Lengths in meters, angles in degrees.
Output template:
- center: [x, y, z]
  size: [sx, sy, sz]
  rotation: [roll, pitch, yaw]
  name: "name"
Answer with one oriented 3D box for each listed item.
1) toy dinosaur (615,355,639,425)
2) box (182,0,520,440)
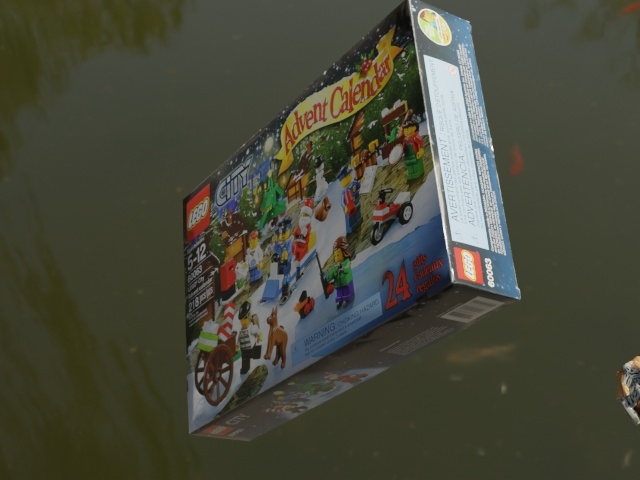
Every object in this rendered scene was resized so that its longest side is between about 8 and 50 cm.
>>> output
- center: [0.404, 0.240, 0.969]
  size: [0.164, 0.322, 0.218]
  rotation: [-27, -11, 31]
  name: "toy dinosaur"
- center: [0.000, 0.000, 0.572]
  size: [0.044, 0.233, 0.159]
  rotation: [14, 57, -34]
  name: "box"
